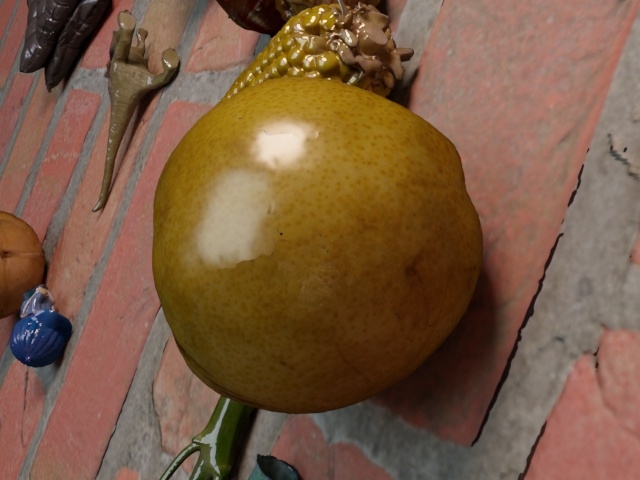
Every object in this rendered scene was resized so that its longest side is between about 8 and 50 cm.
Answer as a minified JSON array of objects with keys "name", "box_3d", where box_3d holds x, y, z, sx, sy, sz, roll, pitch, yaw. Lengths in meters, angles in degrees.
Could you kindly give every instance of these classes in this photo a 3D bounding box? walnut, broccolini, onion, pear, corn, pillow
[{"name":"walnut","box_3d":[-0.491,0.036,1.223,0.197,0.165,0.165,-22,56,47]},{"name":"broccolini","box_3d":[-0.099,0.139,0.689,0.078,0.074,0.392,12,84,49]},{"name":"onion","box_3d":[-0.058,-0.265,0.827,0.119,0.118,0.117,-65,30,6]},{"name":"pear","box_3d":[0.000,0.000,0.524,0.209,0.208,0.209,-30,50,43]},{"name":"corn","box_3d":[-0.053,-0.092,0.725,0.305,0.106,0.106,-34,47,41]},{"name":"pillow","box_3d":[-0.459,-0.453,1.492,0.228,0.101,0.326,-47,38,31]}]

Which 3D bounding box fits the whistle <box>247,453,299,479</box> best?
[{"name":"whistle","box_3d":[-0.073,0.250,0.629,0.186,0.039,0.039,-63,34,10]}]

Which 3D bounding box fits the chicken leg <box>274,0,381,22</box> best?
[{"name":"chicken leg","box_3d":[0.021,-0.287,0.755,0.107,0.087,0.252,6,66,19]}]

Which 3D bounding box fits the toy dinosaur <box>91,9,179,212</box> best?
[{"name":"toy dinosaur","box_3d":[-0.260,-0.193,1.122,0.200,0.072,0.251,-44,52,48]}]

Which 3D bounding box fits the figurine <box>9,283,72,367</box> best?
[{"name":"figurine","box_3d":[-0.380,0.111,1.101,0.136,0.079,0.077,36,144,51]}]
